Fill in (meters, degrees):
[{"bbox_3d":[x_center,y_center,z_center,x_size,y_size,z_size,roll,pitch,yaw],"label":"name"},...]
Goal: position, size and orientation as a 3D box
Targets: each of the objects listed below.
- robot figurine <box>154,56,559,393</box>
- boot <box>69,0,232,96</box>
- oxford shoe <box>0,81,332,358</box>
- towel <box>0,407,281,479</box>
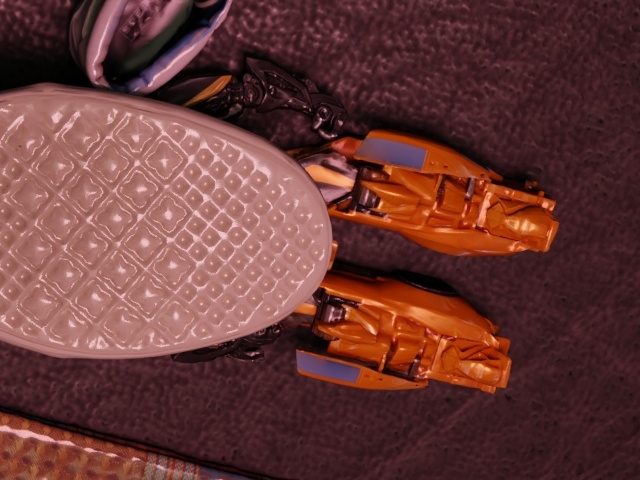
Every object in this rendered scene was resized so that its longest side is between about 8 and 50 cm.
[{"bbox_3d":[0.000,0.000,1.319,0.291,0.085,0.211,13,102,-14],"label":"robot figurine"},{"bbox_3d":[-0.057,-0.191,1.233,0.095,0.123,0.258,35,97,-18],"label":"boot"},{"bbox_3d":[-0.218,-0.014,1.229,0.449,0.130,0.169,-1,98,0],"label":"oxford shoe"},{"bbox_3d":[-0.179,0.312,1.401,0.271,0.040,0.370,17,100,-16],"label":"towel"}]
